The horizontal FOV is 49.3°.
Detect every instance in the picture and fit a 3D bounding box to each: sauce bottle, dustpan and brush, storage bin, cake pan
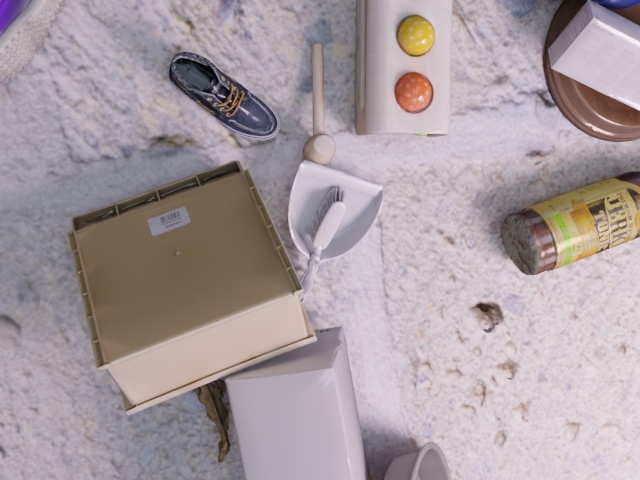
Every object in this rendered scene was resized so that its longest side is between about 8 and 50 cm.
[{"bbox_3d":[0.468,-0.048,1.120,0.344,0.111,0.111,-21,99,-8],"label":"sauce bottle"},{"bbox_3d":[0.000,0.000,1.053,0.147,0.060,0.211,15,116,-22],"label":"dustpan and brush"},{"bbox_3d":[-0.179,0.049,0.937,0.262,0.123,0.260,-21,54,-8],"label":"storage bin"},{"bbox_3d":[0.147,0.451,1.038,0.054,0.293,0.293,-6,98,23],"label":"cake pan"}]

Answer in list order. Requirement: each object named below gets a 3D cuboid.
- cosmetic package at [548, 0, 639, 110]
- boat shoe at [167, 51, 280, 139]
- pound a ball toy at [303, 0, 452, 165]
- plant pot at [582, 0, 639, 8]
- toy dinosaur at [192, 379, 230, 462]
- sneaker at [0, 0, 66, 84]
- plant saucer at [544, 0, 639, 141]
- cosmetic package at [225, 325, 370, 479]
[{"bbox_3d":[0.479,-0.267,1.064,0.239,0.099,0.060,22,49,-13],"label":"cosmetic package"},{"bbox_3d":[-0.137,-0.202,0.998,0.183,0.083,0.065,30,89,-13],"label":"boat shoe"},{"bbox_3d":[0.086,-0.266,1.010,0.208,0.136,0.319,0,95,-11],"label":"pound a ball toy"},{"bbox_3d":[0.408,-0.465,0.959,0.212,0.236,0.235,-8,91,-20],"label":"plant pot"},{"bbox_3d":[-0.162,0.230,1.030,0.053,0.092,0.183,-22,99,-9],"label":"toy dinosaur"},{"bbox_3d":[-0.426,-0.342,0.927,0.146,0.102,0.293,32,84,-8],"label":"sneaker"},{"bbox_3d":[0.501,-0.301,1.139,0.278,0.041,0.277,-1,96,-10],"label":"plant saucer"},{"bbox_3d":[-0.012,0.330,1.005,0.155,0.197,0.365,-10,96,8],"label":"cosmetic package"}]
